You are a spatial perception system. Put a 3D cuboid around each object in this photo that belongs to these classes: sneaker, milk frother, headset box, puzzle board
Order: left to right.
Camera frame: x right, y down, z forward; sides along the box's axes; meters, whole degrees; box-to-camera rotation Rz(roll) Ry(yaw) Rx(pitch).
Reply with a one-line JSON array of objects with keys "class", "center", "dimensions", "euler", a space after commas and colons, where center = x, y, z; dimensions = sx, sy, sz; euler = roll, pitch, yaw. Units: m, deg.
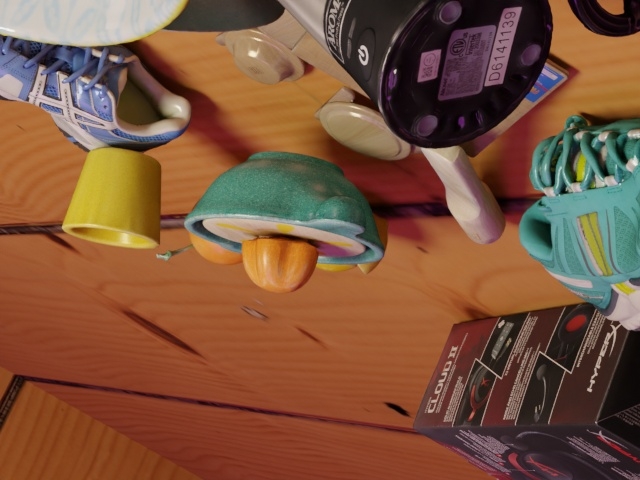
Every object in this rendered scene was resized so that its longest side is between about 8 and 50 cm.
[{"class": "sneaker", "center": [-0.174, -0.123, 0.935], "dimensions": [0.081, 0.080, 0.211], "euler": [-3, 158, 41]}, {"class": "puzzle board", "center": [0.060, -0.101, 0.764], "dimensions": [0.128, 0.011, 0.096], "euler": [28, 144, -15]}, {"class": "milk frother", "center": [0.063, -0.126, 0.611], "dimensions": [0.143, 0.129, 0.134], "euler": [3, -145, -36]}, {"class": "headset box", "center": [0.232, 0.152, 1.123], "dimensions": [0.218, 0.110, 0.293], "euler": [31, 160, -18]}, {"class": "sneaker", "center": [0.166, -0.023, 0.752], "dimensions": [0.110, 0.107, 0.275], "euler": [31, 162, 9]}]

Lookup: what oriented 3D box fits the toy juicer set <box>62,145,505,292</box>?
[{"class": "toy juicer set", "center": [0.000, 0.000, 0.942], "dimensions": [0.329, 0.089, 0.209], "euler": [0, 166, 37]}]

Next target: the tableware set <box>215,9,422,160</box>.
[{"class": "tableware set", "center": [0.009, -0.103, 0.841], "dimensions": [0.169, 0.020, 0.141], "euler": [31, 159, -16]}]

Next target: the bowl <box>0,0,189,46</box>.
[{"class": "bowl", "center": [-0.146, -0.217, 0.505], "dimensions": [0.290, 0.156, 0.289], "euler": [21, 161, 8]}]

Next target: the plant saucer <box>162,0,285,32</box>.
[{"class": "plant saucer", "center": [-0.109, -0.154, 0.697], "dimensions": [0.195, 0.037, 0.195], "euler": [12, -156, -5]}]
